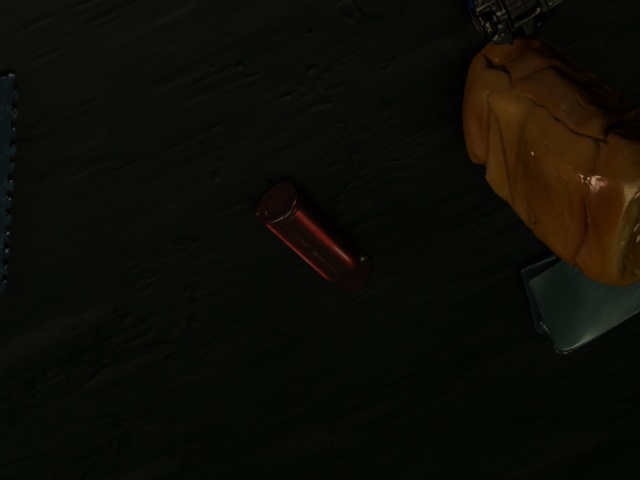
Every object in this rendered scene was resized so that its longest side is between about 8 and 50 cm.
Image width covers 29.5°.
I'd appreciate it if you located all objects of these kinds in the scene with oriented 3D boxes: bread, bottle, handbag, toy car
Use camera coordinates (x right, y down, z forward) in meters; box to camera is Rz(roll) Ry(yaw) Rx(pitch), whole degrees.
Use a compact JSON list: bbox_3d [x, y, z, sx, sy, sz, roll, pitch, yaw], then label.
[{"bbox_3d":[0.259,-0.092,1.266,0.132,0.294,0.167,-22,132,-15],"label":"bread"},{"bbox_3d":[0.000,0.000,1.366,0.060,0.060,0.164,-41,130,7],"label":"bottle"},{"bbox_3d":[0.372,0.041,1.570,0.221,0.057,0.144,-27,126,-5],"label":"handbag"},{"bbox_3d":[0.171,-0.298,1.229,0.103,0.063,0.216,-33,124,-1],"label":"toy car"}]

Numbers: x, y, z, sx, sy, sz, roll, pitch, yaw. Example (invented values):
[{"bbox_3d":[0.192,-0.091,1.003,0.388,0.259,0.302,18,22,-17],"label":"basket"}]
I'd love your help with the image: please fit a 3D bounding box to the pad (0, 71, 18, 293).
[{"bbox_3d":[-0.429,-0.047,1.166,0.269,0.012,0.270,-4,124,-22],"label":"pad"}]
